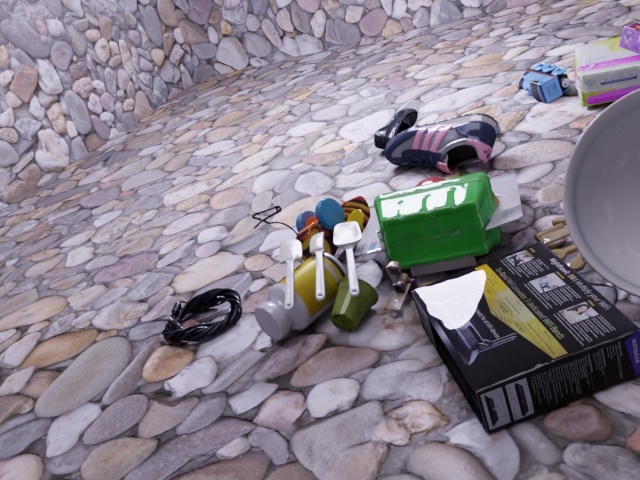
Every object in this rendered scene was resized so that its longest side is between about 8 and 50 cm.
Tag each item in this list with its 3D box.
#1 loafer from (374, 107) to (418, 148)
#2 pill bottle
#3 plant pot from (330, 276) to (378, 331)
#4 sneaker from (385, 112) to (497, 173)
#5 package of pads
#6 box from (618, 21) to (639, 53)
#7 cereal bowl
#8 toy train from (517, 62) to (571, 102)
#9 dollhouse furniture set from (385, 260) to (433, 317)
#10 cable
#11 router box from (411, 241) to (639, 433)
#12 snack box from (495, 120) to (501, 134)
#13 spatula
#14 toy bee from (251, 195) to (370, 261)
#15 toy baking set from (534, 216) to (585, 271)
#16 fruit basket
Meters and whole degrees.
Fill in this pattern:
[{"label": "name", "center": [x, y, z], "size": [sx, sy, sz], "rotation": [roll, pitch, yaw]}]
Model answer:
[{"label": "loafer", "center": [0.239, -0.328, 2.096], "size": [0.078, 0.076, 0.223], "rotation": [15, 38, 30]}, {"label": "pill bottle", "center": [-0.036, 0.109, 1.366], "size": [0.103, 0.103, 0.184], "rotation": [10, 37, 47]}, {"label": "plant pot", "center": [0.055, 0.123, 1.312], "size": [0.083, 0.083, 0.079], "rotation": [-2, 42, 34]}, {"label": "sneaker", "center": [0.294, -0.226, 1.814], "size": [0.319, 0.112, 0.131], "rotation": [-14, 55, 40]}, {"label": "package of pads", "center": [0.806, -0.466, 1.917], "size": [0.229, 0.101, 0.296], "rotation": [-7, 28, 23]}, {"label": "box", "center": [0.923, -0.477, 1.748], "size": [0.201, 0.057, 0.293], "rotation": [-24, 44, -35]}, {"label": "cereal bowl", "center": [0.558, -0.068, 1.098], "size": [0.338, 0.339, 0.141], "rotation": [-6, -8, 27]}, {"label": "toy train", "center": [0.644, -0.459, 2.051], "size": [0.105, 0.080, 0.184], "rotation": [-28, 26, -3]}, {"label": "dollhouse furniture set", "center": [0.173, 0.098, 1.279], "size": [0.114, 0.091, 0.081], "rotation": [4, 49, 35]}, {"label": "cable", "center": [-0.249, 0.158, 1.490], "size": [0.184, 0.047, 0.150], "rotation": [-7, 28, 25]}, {"label": "router box", "center": [0.303, 0.133, 1.093], "size": [0.242, 0.081, 0.309], "rotation": [-21, 25, -1]}, {"label": "snack box", "center": [0.402, -0.286, 1.922], "size": [0.141, 0.037, 0.100], "rotation": [-29, 25, -17]}, {"label": "spatula", "center": [0.001, 0.043, 1.337], "size": [0.168, 0.019, 0.242], "rotation": [-11, 30, 5]}, {"label": "toy bee", "center": [0.000, 0.000, 1.550], "size": [0.298, 0.162, 0.195], "rotation": [-16, -9, -22]}, {"label": "toy baking set", "center": [0.519, -0.002, 1.279], "size": [0.256, 0.030, 0.197], "rotation": [-10, 30, 22]}, {"label": "fruit basket", "center": [0.252, -0.051, 1.474], "size": [0.327, 0.166, 0.353], "rotation": [-12, 10, 16]}]
